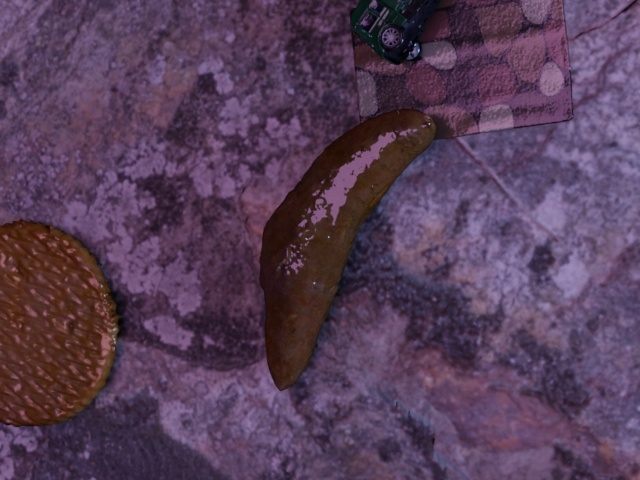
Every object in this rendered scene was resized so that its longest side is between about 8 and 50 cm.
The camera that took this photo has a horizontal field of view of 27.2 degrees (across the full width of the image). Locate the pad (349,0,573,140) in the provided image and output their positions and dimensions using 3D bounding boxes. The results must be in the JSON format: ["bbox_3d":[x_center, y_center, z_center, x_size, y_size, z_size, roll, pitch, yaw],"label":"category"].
[{"bbox_3d":[0.145,-0.187,1.396,0.235,0.003,0.158,-6,88,22],"label":"pad"}]

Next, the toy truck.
[{"bbox_3d":[0.093,-0.260,1.380,0.079,0.065,0.147,37,101,23],"label":"toy truck"}]

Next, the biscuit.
[{"bbox_3d":[-0.350,0.101,1.580,0.254,0.035,0.254,0,90,21],"label":"biscuit"}]

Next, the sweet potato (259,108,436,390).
[{"bbox_3d":[-0.002,-0.003,1.407,0.114,0.092,0.341,30,103,6],"label":"sweet potato"}]
